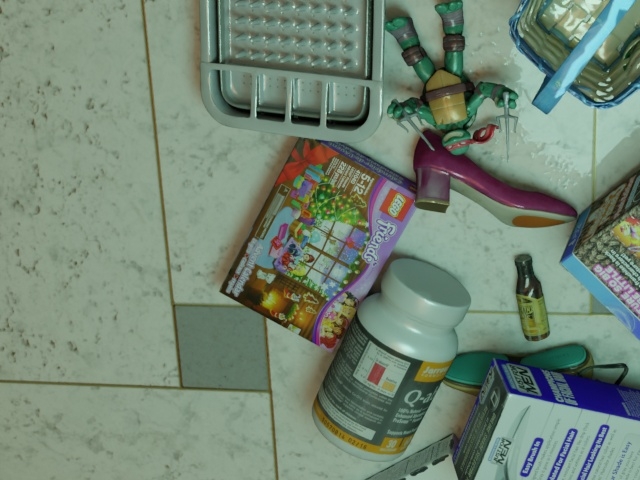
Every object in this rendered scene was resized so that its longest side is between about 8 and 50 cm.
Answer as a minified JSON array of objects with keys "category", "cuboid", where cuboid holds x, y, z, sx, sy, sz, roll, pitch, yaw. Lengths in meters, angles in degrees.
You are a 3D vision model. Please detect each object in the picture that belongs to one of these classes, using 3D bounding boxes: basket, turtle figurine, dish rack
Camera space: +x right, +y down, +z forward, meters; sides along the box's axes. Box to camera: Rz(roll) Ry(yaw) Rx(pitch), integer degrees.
[{"category":"basket","cuboid":[0.362,-0.292,1.526,0.201,0.289,0.255,39,117,4]},{"category":"turtle figurine","cuboid":[0.172,-0.203,1.693,0.175,0.118,0.234,-16,89,-2]},{"category":"dish rack","cuboid":[-0.030,-0.313,1.691,0.285,0.072,0.333,10,112,25]}]

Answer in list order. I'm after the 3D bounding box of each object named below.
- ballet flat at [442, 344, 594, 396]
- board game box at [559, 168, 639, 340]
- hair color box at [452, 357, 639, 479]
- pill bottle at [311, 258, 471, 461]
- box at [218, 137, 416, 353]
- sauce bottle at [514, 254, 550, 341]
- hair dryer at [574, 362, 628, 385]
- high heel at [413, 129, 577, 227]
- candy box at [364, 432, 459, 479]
[{"category":"ballet flat","cuboid":[0.296,0.210,1.843,0.232,0.080,0.073,-6,128,15]},{"category":"board game box","cuboid":[0.515,0.000,1.644,0.232,0.141,0.291,44,128,-6]},{"category":"hair color box","cuboid":[0.381,0.300,1.751,0.339,0.110,0.185,13,114,-13]},{"category":"pill bottle","cuboid":[0.107,0.177,1.820,0.162,0.162,0.278,25,113,2]},{"category":"box","cuboid":[0.000,0.000,1.832,0.201,0.057,0.293,28,112,0]},{"category":"sauce bottle","cuboid":[0.310,0.085,1.811,0.042,0.042,0.128,-11,106,15]},{"category":"hair dryer","cuboid":[0.349,0.299,1.850,0.293,0.080,0.223,-27,115,7]},{"category":"high heel","cuboid":[0.252,-0.088,1.758,0.244,0.082,0.117,7,72,-1]},{"category":"candy box","cuboid":[0.175,0.425,1.946,0.196,0.070,0.165,-32,101,21]}]
